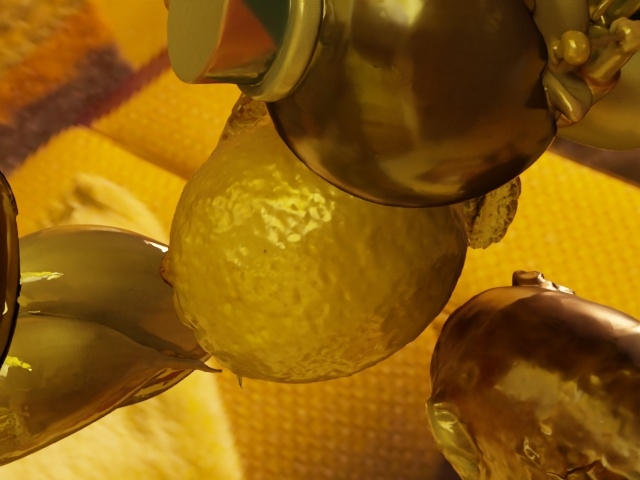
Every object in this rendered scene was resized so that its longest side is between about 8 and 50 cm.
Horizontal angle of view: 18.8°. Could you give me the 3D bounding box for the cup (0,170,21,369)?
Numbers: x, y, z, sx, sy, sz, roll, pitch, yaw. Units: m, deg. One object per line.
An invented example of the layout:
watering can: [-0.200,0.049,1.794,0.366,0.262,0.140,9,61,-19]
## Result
cup: [-0.353,0.000,1.422,0.255,0.256,0.178,-58,151,-58]

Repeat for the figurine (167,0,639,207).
figurine: [0.063,-0.100,0.880,0.275,0.161,0.158,-17,110,-40]

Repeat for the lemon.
lemon: [-0.003,0.000,1.230,0.180,0.193,0.181,-5,90,-87]

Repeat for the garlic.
garlic: [-0.229,0.126,1.908,0.340,0.231,0.246,-4,125,-9]

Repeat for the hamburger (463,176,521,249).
hamburger: [0.137,-0.109,1.960,0.124,0.131,0.262,-6,132,-2]

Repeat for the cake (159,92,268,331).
cake: [-0.016,-0.023,1.772,0.293,0.196,0.199,-62,180,26]

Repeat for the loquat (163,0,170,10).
loquat: [-0.018,-0.133,1.083,0.137,0.137,0.113,1,131,-49]

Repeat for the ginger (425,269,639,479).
ginger: [0.201,0.177,1.174,0.254,0.418,0.176,-33,145,-31]
